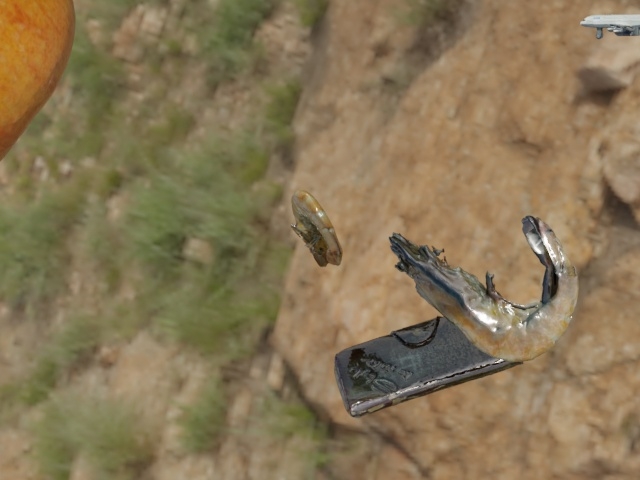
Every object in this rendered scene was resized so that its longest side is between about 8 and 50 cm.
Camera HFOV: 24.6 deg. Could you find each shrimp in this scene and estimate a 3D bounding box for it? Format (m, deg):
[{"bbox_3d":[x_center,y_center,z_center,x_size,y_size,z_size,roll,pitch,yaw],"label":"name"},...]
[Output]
[{"bbox_3d":[0.176,0.029,1.574,0.219,0.046,0.152,36,102,20],"label":"shrimp"},{"bbox_3d":[0.006,-0.005,1.866,0.095,0.162,0.045,33,68,31],"label":"shrimp"}]

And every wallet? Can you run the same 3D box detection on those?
[{"bbox_3d":[0.131,0.146,1.849,0.232,0.031,0.122,-19,39,1],"label":"wallet"}]

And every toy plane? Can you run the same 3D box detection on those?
[{"bbox_3d":[0.247,-0.173,1.164,0.084,0.078,0.024,-9,103,31],"label":"toy plane"}]

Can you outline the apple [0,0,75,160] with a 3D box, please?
[{"bbox_3d":[-0.381,-0.200,1.345,0.299,0.275,0.299,-33,36,29],"label":"apple"}]
